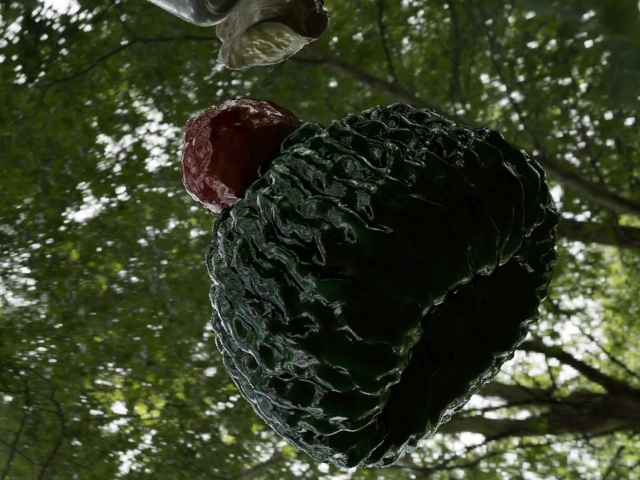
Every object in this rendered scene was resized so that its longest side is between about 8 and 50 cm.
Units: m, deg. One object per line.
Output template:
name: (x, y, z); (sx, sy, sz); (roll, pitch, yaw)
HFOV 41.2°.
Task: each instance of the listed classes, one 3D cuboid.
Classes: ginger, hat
ginger: (-0.054, -0.261, 0.959); (0.213, 0.137, 0.074); (-86, -19, -51)
hat: (0.000, 0.000, 0.691); (0.274, 0.332, 0.242); (-31, -46, -27)

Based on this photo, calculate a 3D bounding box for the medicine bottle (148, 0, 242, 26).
medicine bottle: (-0.137, -0.248, 0.670); (0.168, 0.105, 0.105); (31, -119, 13)
